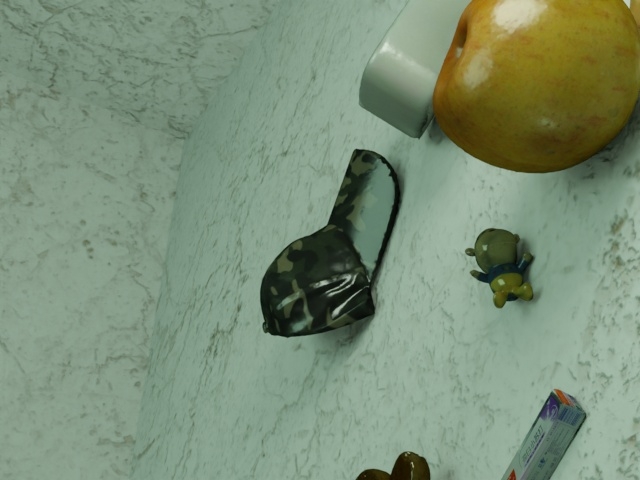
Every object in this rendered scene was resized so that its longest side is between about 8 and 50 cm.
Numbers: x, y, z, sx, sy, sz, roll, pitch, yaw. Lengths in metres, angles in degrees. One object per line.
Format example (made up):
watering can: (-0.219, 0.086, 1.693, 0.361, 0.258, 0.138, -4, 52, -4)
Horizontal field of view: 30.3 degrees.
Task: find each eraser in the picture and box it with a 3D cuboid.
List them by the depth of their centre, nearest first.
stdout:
eraser: (0.180, -0.322, 2.221, 0.331, 0.150, 0.331, -59, -5, -8)

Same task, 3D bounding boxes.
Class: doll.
doll: (0.279, 0.035, 1.839, 0.179, 0.102, 0.089, -110, 6, -59)

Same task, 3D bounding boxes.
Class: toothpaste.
toothpaste: (0.295, 0.298, 1.612, 0.196, 0.040, 0.047, -64, 19, 17)

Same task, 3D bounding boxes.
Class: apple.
apple: (0.308, -0.245, 1.729, 0.299, 0.275, 0.299, -173, 90, -77)

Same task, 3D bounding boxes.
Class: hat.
hat: (0.000, 0.000, 2.424, 0.366, 0.257, 0.382, 180, 90, -66)

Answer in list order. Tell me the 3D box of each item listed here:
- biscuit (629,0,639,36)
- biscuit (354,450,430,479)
biscuit: (0.506, -0.387, 1.727, 0.160, 0.030, 0.250, -25, 48, 62)
biscuit: (0.138, 0.471, 1.808, 0.432, 0.064, 0.283, -158, 79, -71)
